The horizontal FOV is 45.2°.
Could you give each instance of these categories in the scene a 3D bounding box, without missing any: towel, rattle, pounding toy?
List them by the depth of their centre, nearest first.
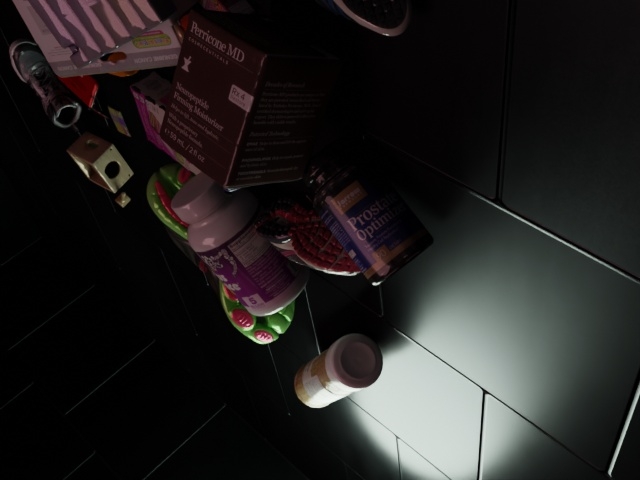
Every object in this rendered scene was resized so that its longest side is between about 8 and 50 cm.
[{"bbox_3d":[-0.300,-0.366,1.379,0.199,0.142,0.130,21,125,57],"label":"rattle"},{"bbox_3d":[-0.520,-0.308,1.987,0.060,0.009,0.083,29,148,40],"label":"towel"},{"bbox_3d":[-0.583,-0.191,2.177,0.181,0.094,0.206,25,156,34],"label":"pounding toy"}]

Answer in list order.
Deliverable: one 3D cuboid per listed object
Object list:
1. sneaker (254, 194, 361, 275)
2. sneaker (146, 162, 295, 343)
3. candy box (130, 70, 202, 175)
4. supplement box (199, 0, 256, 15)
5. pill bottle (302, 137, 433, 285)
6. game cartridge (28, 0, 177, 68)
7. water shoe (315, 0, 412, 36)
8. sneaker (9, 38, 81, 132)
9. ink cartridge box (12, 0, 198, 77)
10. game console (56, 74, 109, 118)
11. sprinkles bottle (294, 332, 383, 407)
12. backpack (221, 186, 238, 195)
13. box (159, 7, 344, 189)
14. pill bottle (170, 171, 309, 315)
[{"bbox_3d":[0.000,0.000,1.433,0.112,0.121,0.299,47,168,-34],"label":"sneaker"},{"bbox_3d":[-0.220,0.023,1.805,0.483,0.185,0.202,58,173,-9],"label":"sneaker"},{"bbox_3d":[-0.290,-0.234,1.624,0.233,0.071,0.159,34,151,30],"label":"candy box"},{"bbox_3d":[-0.147,-0.370,1.217,0.083,0.043,0.055,50,156,2],"label":"supplement box"},{"bbox_3d":[0.066,-0.048,1.211,0.219,0.122,0.123,52,156,6],"label":"pill bottle"},{"bbox_3d":[-0.382,-0.444,1.115,0.230,0.068,0.355,-15,119,34],"label":"game cartridge"},{"bbox_3d":[0.038,-0.317,0.971,0.203,0.073,0.080,41,-179,19],"label":"water shoe"},{"bbox_3d":[-0.720,-0.407,2.054,0.153,0.101,0.269,43,163,42],"label":"sneaker"},{"bbox_3d":[-0.356,-0.424,1.260,0.309,0.130,0.272,3,132,28],"label":"ink cartridge box"},{"bbox_3d":[-0.606,-0.400,1.997,0.144,0.085,0.124,41,123,18],"label":"game console"},{"bbox_3d":[0.034,0.311,1.794,0.121,0.121,0.355,48,156,4],"label":"sprinkles bottle"},{"bbox_3d":[-0.143,-0.190,1.350,0.173,0.158,0.117,53,150,23],"label":"backpack"},{"bbox_3d":[-0.104,-0.208,1.128,0.168,0.167,0.203,37,120,30],"label":"box"},{"bbox_3d":[-0.168,0.001,1.590,0.169,0.169,0.302,8,141,56],"label":"pill bottle"}]
